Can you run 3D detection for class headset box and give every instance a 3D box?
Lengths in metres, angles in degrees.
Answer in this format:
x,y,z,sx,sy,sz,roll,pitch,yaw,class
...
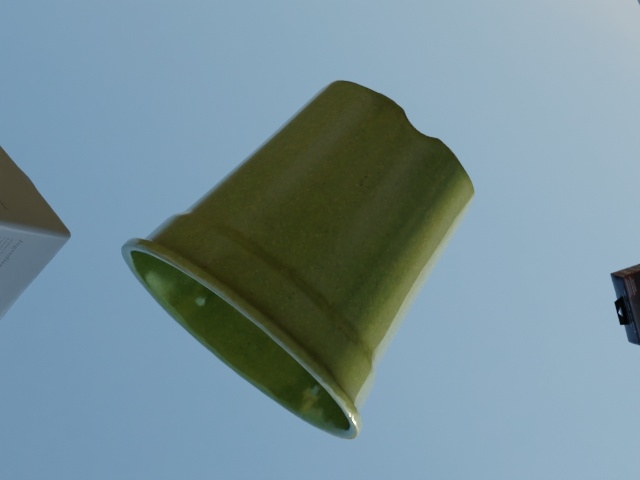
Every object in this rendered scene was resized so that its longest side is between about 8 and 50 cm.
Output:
x,y,z,sx,sy,sz,roll,pitch,yaw,class
0.282,0.047,1.493,0.083,0.062,0.032,-17,-172,-11,headset box

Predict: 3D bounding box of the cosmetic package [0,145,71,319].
x,y,z,sx,sy,sz,roll,pitch,yaw,class
-0.352,-0.011,1.576,0.151,0.151,0.183,49,-164,24,cosmetic package

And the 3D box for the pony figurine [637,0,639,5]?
x,y,z,sx,sy,sz,roll,pitch,yaw,class
0.457,-0.158,1.503,0.302,0.351,0.363,13,-135,46,pony figurine

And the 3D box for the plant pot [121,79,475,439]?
x,y,z,sx,sy,sz,roll,pitch,yaw,class
0.000,0.000,1.680,0.276,0.254,0.276,36,165,11,plant pot
